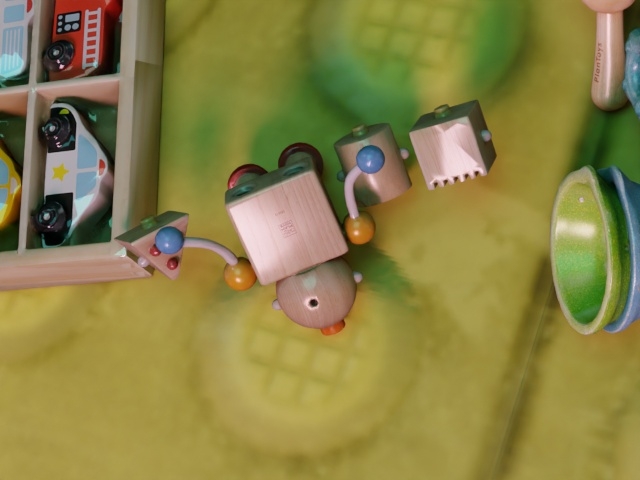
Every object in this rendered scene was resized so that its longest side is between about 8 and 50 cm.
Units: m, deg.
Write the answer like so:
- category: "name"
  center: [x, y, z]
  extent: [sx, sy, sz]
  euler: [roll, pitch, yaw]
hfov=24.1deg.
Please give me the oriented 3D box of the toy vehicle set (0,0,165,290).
- category: "toy vehicle set"
  center: [-0.162, -0.105, 0.756]
  extent: [0.166, 0.035, 0.267]
  euler: [-6, 70, 15]

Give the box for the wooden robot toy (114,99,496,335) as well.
- category: "wooden robot toy"
  center: [0.000, 0.000, 0.665]
  extent: [0.173, 0.076, 0.079]
  euler: [-21, 105, 6]

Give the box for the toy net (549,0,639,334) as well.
- category: "toy net"
  center: [0.121, -0.083, 0.613]
  extent: [0.045, 0.122, 0.232]
  euler: [-3, 74, -9]
